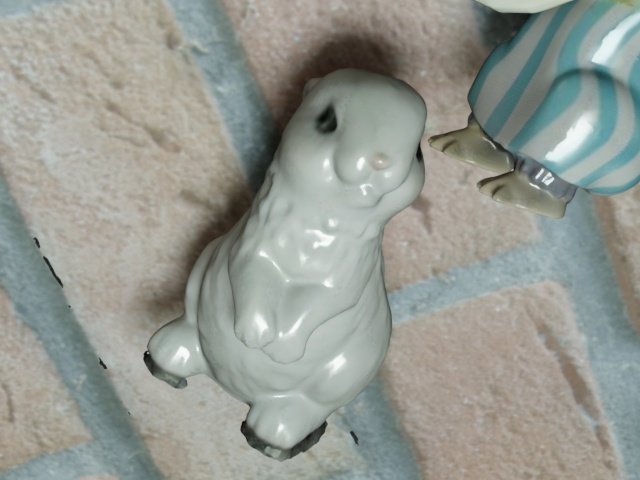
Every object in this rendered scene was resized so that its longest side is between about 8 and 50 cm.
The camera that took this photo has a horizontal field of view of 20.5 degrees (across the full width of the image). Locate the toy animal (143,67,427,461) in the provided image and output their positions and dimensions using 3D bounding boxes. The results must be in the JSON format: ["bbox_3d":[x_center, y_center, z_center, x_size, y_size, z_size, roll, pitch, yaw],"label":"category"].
[{"bbox_3d":[0.000,0.000,1.531,0.194,0.258,0.357,29,119,6],"label":"toy animal"}]

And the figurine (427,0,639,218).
[{"bbox_3d":[0.340,-0.147,1.408,0.377,0.266,0.361,23,103,-24],"label":"figurine"}]

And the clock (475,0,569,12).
[{"bbox_3d":[0.041,-0.307,1.243,0.342,0.326,0.184,15,121,-16],"label":"clock"}]
